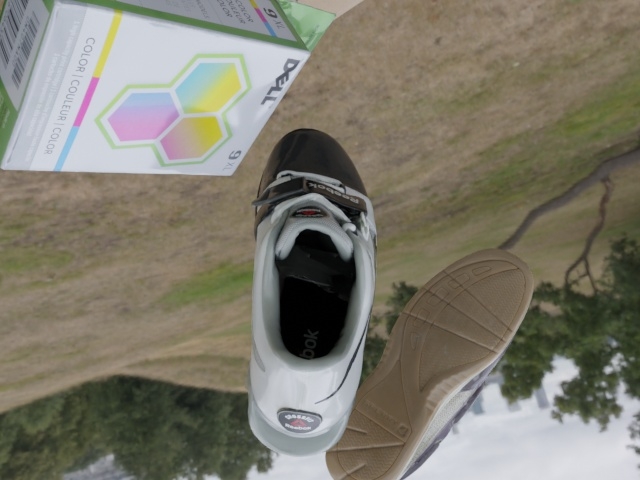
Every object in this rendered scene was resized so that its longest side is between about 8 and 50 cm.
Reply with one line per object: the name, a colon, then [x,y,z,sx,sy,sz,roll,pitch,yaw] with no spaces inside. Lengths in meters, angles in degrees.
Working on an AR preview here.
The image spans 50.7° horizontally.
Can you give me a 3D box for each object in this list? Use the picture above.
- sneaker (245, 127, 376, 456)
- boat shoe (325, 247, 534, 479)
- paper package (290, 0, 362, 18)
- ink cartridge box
sneaker: [0.000,0.000,0.585,0.122,0.330,0.146,3,143,-5]
boat shoe: [0.114,0.134,0.687,0.285,0.103,0.092,-54,155,-10]
paper package: [-0.079,-0.479,1.103,0.325,0.168,0.309,-30,157,12]
ink cartridge box: [-0.080,-0.097,0.409,0.209,0.062,0.109,-3,143,-43]
